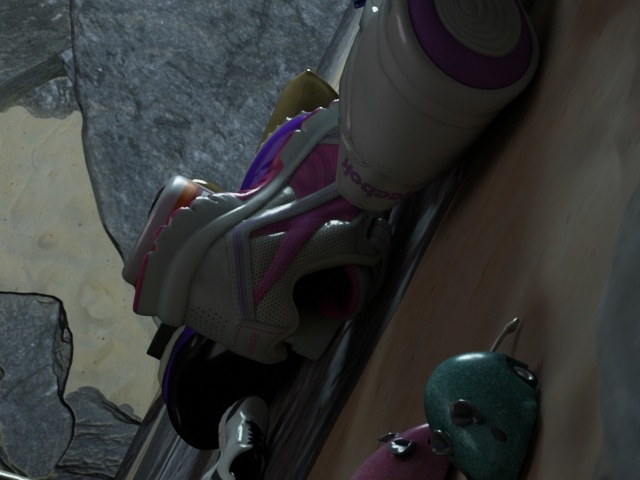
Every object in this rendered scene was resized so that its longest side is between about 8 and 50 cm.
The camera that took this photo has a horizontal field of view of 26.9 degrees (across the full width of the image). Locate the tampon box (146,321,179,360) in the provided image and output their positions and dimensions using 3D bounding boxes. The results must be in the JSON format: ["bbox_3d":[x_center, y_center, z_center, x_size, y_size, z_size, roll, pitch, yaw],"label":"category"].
[{"bbox_3d":[-0.102,0.059,1.452,0.161,0.101,0.120,-67,7,-32],"label":"tampon box"}]

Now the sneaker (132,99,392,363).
[{"bbox_3d":[0.000,0.000,0.862,0.252,0.111,0.103,-40,-21,-36],"label":"sneaker"}]

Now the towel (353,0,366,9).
[{"bbox_3d":[0.158,-0.450,1.655,0.336,0.040,0.243,-65,16,-20],"label":"towel"}]

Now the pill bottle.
[{"bbox_3d":[-0.056,0.024,0.947,0.086,0.152,0.086,-62,6,10],"label":"pill bottle"}]

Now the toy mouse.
[{"bbox_3d":[0.036,0.080,0.469,0.143,0.031,0.161,-65,6,-26],"label":"toy mouse"}]

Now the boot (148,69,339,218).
[{"bbox_3d":[-0.056,-0.061,1.275,0.236,0.089,0.269,73,-147,-50],"label":"boot"}]

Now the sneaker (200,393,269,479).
[{"bbox_3d":[-0.052,0.150,0.948,0.043,0.040,0.109,-37,24,37],"label":"sneaker"}]

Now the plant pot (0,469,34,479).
[{"bbox_3d":[-0.287,0.353,0.899,0.334,0.333,0.305,-89,15,-78],"label":"plant pot"}]

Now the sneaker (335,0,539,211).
[{"bbox_3d":[0.063,-0.138,0.820,0.152,0.114,0.305,-57,8,38],"label":"sneaker"}]

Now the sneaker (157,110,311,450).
[{"bbox_3d":[-0.041,0.045,1.068,0.146,0.102,0.293,-102,36,-71],"label":"sneaker"}]
